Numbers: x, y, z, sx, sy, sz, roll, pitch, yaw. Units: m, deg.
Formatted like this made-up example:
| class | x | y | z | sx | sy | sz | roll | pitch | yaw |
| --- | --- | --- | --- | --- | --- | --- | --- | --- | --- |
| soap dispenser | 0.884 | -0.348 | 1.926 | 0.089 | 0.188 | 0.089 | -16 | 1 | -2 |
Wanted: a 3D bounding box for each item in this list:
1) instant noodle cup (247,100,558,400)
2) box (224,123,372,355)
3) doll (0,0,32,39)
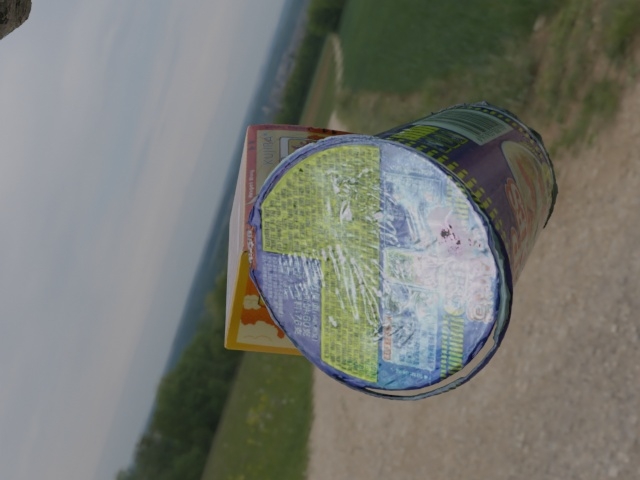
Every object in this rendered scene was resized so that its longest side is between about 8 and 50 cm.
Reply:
| class | x | y | z | sx | sy | sz | roll | pitch | yaw |
| --- | --- | --- | --- | --- | --- | --- | --- | --- | --- |
| instant noodle cup | 0.118 | -0.020 | 1.258 | 0.312 | 0.284 | 0.284 | -37 | -29 | -56 |
| box | 0.000 | 0.000 | 1.705 | 0.284 | 0.259 | 0.214 | -92 | 10 | -47 |
| doll | -0.433 | -0.265 | 1.379 | 0.246 | 0.158 | 0.340 | 62 | 141 | 22 |
